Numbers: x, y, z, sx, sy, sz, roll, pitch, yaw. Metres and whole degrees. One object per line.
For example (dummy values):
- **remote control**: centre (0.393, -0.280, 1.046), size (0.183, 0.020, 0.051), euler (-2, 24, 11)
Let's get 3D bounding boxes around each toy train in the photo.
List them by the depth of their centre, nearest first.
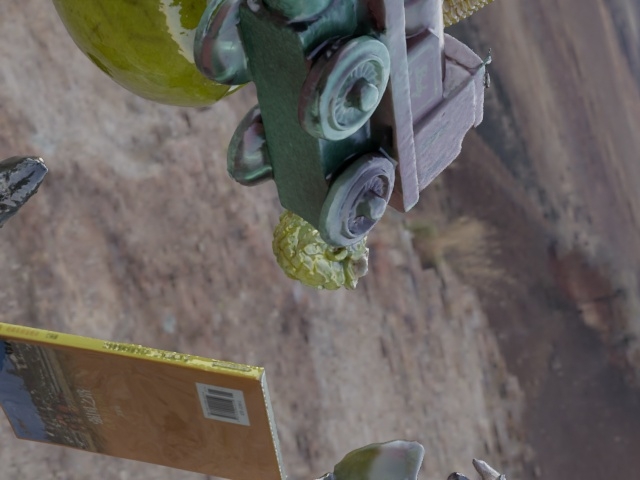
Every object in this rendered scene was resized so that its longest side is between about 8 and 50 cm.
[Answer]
- **toy train**: centre (0.030, -0.139, 1.062), size (0.221, 0.150, 0.304), euler (-44, 151, -22)

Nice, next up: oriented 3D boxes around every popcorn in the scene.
- **popcorn**: centre (0.000, 0.000, 1.862), size (0.162, 0.136, 0.141), euler (21, 67, -62)

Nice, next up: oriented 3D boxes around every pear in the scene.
- **pear**: centre (-0.181, -0.297, 1.489), size (0.307, 0.253, 0.253), euler (55, 21, 1)

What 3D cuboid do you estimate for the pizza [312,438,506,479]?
- **pizza**: centre (-0.033, 0.135, 0.378), size (0.052, 0.195, 0.185), euler (74, 32, -58)

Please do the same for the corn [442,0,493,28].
- **corn**: centre (0.112, -0.257, 1.322), size (0.101, 0.292, 0.101), euler (58, 7, -12)

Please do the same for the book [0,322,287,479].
- **book**: centre (-0.232, 0.202, 1.605), size (0.262, 0.374, 0.028), euler (83, 20, -53)

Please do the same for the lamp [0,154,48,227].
- **lamp**: centre (-0.516, -0.061, 1.999), size (0.101, 0.250, 0.101), euler (49, 21, -26)
